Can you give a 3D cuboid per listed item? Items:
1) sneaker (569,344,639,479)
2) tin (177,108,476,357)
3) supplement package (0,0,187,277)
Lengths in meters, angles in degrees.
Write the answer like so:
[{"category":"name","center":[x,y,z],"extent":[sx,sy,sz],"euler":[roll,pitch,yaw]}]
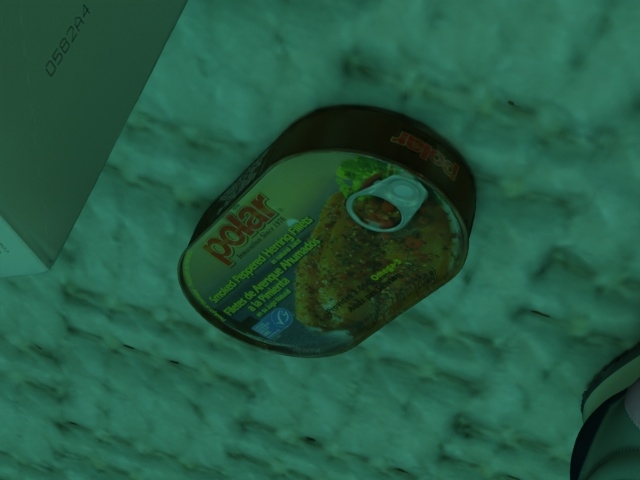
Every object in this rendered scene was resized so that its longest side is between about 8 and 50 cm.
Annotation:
[{"category":"sneaker","center":[0.203,0.078,0.607],"extent":[0.112,0.131,0.319],"euler":[20,143,0]},{"category":"tin","center":[0.000,0.000,0.679],"extent":[0.106,0.040,0.190],"euler":[28,143,-19]},{"category":"supplement package","center":[-0.212,-0.112,0.491],"extent":[0.263,0.199,0.198],"euler":[-7,136,31]}]
